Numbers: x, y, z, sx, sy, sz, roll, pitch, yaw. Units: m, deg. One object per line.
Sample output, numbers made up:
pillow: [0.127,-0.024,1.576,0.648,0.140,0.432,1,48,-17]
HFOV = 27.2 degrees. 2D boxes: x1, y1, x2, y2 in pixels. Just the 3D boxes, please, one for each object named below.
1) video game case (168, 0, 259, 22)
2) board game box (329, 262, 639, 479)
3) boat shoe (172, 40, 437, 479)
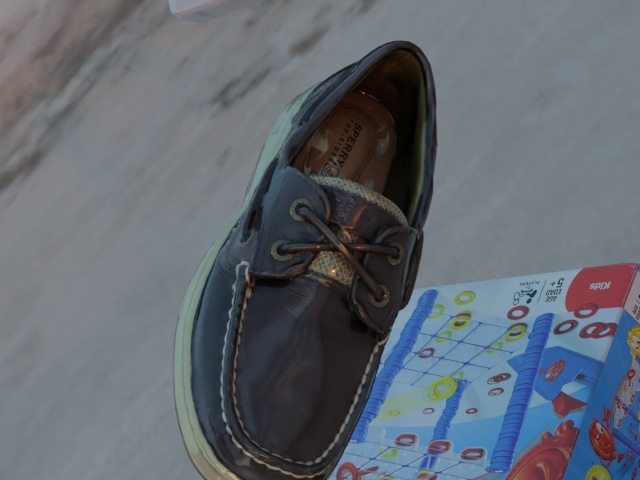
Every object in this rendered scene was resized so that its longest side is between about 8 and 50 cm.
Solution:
video game case: [0.000,-0.232,0.578,0.206,0.227,0.026,-13,-9,37]
board game box: [0.087,0.174,0.961,0.308,0.086,0.302,-10,45,49]
boat shoe: [0.000,0.000,0.360,0.049,0.056,0.152,-52,20,46]
